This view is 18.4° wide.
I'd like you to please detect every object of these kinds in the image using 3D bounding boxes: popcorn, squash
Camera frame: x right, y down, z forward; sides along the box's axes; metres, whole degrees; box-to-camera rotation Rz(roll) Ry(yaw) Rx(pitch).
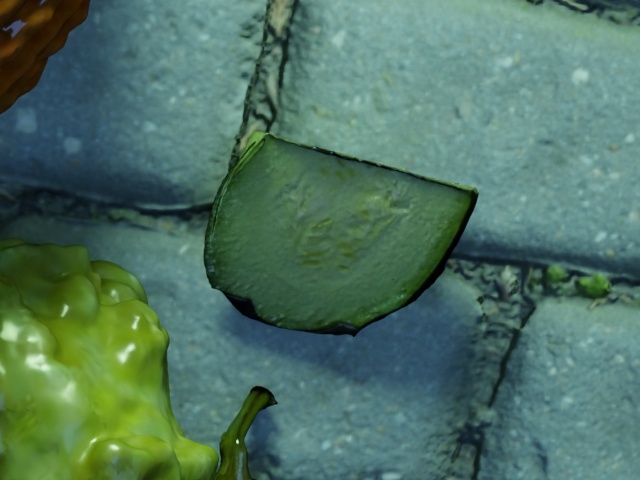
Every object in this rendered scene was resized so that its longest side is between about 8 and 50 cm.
[{"bbox_3d":[-0.212,0.130,1.418,0.242,0.235,0.250,-7,69,-20],"label":"popcorn"},{"bbox_3d":[0.000,-0.019,1.514,0.192,0.085,0.184,16,130,-18],"label":"squash"}]

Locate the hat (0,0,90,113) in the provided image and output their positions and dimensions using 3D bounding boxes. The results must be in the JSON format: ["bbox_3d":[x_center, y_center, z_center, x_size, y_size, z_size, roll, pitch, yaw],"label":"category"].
[{"bbox_3d":[-0.207,-0.264,1.282,0.400,0.285,0.285,-44,114,-12],"label":"hat"}]

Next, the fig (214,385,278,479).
[{"bbox_3d":[-0.061,0.238,1.526,0.148,0.142,0.186,-21,128,-38],"label":"fig"}]
